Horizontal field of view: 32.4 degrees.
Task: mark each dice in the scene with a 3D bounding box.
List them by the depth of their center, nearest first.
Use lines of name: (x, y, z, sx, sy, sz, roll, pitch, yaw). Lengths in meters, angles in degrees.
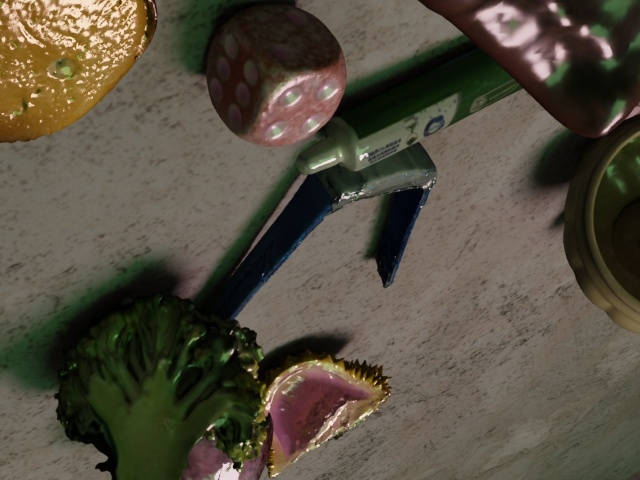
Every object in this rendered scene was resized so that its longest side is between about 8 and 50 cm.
dice: (-0.039, -0.144, 0.955, 0.091, 0.094, 0.093, -16, 147, -35)

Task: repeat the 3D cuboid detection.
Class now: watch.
watch: (-0.009, 0.000, 1.252, 0.276, 0.068, 0.274, -20, 153, -24)

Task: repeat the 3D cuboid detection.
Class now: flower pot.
flower pot: (0.462, -0.010, 1.491, 0.307, 0.307, 0.244, -30, 171, -6)

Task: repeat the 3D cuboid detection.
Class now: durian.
durian: (-0.010, 0.225, 1.516, 0.182, 0.132, 0.165, -49, 156, 19)

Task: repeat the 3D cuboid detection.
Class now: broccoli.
broccoli: (-0.162, 0.197, 1.207, 0.242, 0.273, 0.180, -6, 171, 8)

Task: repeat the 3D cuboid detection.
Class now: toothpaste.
toothpaste: (0.145, -0.160, 1.156, 0.392, 0.061, 0.098, -28, 151, -17)

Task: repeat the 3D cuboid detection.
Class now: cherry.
cherry: (-0.154, 0.253, 1.369, 0.195, 0.195, 0.195, -25, 150, -15)

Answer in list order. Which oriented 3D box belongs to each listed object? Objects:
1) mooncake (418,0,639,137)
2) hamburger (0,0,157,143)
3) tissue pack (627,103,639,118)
mooncake: (0.136, -0.233, 0.779, 0.174, 0.334, 0.326, -42, 107, 15)
hamburger: (-0.201, -0.162, 0.737, 0.191, 0.118, 0.182, -30, 155, 2)
tissue pack: (0.406, -0.213, 1.331, 0.155, 0.065, 0.115, -24, 149, -19)
